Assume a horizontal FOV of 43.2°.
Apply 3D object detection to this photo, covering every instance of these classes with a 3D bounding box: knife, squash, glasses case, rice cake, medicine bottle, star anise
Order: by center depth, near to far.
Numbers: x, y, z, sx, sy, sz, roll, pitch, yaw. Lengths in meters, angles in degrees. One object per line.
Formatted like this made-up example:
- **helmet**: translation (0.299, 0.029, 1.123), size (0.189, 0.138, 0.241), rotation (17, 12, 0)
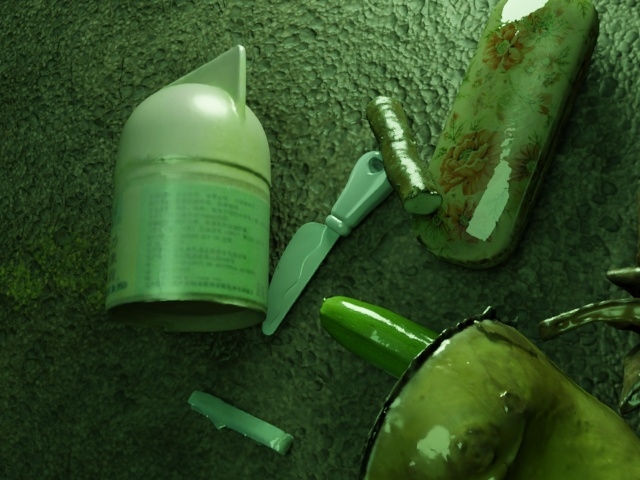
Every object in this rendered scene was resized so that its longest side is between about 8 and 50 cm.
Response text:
- **star anise**: translation (0.436, 0.085, 0.921), size (0.349, 0.109, 0.292), rotation (26, 61, -1)
- **squash**: translation (0.124, 0.153, 1.098), size (0.292, 0.082, 0.082), rotation (25, 85, 30)
- **glasses case**: translation (0.259, -0.164, 1.131), size (0.156, 0.098, 0.425), rotation (18, 81, 34)
- **rice cake**: translation (-0.122, 0.271, 1.194), size (0.180, 0.030, 0.042), rotation (19, 69, 28)
- **medicine bottle**: translation (-0.192, -0.079, 1.222), size (0.236, 0.236, 0.406), rotation (-8, 72, 21)
- **knife**: translation (-0.001, -0.002, 1.231), size (0.080, 0.044, 0.331), rotation (42, 96, 26)

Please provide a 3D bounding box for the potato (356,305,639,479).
- **potato**: translation (0.257, 0.265, 0.833), size (0.296, 0.397, 0.290), rotation (23, 65, 32)

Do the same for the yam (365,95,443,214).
- **yam**: translation (0.114, -0.123, 1.153), size (0.061, 0.061, 0.253), rotation (-29, 39, 13)
